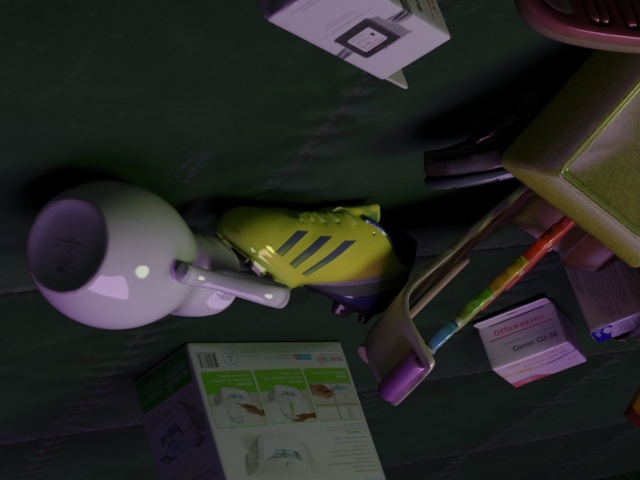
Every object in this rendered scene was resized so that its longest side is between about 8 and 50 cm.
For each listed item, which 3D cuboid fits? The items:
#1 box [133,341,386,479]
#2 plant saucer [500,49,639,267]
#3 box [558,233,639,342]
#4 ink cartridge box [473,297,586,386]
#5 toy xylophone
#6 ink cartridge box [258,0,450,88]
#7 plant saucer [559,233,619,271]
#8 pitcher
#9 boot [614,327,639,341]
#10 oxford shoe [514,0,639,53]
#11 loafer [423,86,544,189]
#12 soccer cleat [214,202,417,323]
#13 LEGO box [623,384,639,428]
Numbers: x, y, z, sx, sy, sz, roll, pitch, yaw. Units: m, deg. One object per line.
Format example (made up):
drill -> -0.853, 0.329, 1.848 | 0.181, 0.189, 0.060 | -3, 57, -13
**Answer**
box -> -0.066, 0.250, 1.744 | 0.262, 0.231, 0.127 | 3, 150, -45
plant saucer -> 0.289, -0.081, 1.256 | 0.188, 0.045, 0.188 | 35, 105, -23
box -> 0.374, 0.039, 1.726 | 0.137, 0.126, 0.072 | -23, 158, 12
ink cartridge box -> 0.297, 0.145, 2.009 | 0.115, 0.067, 0.198 | -23, 158, 14
toy xylophone -> 0.160, 0.050, 1.521 | 0.323, 0.081, 0.236 | -40, 171, -22
ink cartridge box -> 0.021, -0.175, 0.934 | 0.060, 0.104, 0.180 | -30, 157, 25
plant saucer -> 0.360, -0.021, 1.606 | 0.198, 0.036, 0.198 | -35, 168, -9
pitcher -> -0.138, 0.022, 1.225 | 0.178, 0.125, 0.207 | 10, 176, 28
boot -> 0.541, 0.115, 2.138 | 0.229, 0.091, 0.263 | -9, 154, -10
oxford shoe -> 0.284, -0.182, 1.117 | 0.348, 0.123, 0.130 | -6, 161, -27
loafer -> 0.219, -0.115, 1.314 | 0.267, 0.084, 0.096 | -14, -170, -1
soccer cleat -> -0.001, -0.001, 1.413 | 0.121, 0.093, 0.289 | -55, 145, 8
LEGO box -> 0.578, 0.073, 1.677 | 0.372, 0.193, 0.500 | -46, 163, -13
